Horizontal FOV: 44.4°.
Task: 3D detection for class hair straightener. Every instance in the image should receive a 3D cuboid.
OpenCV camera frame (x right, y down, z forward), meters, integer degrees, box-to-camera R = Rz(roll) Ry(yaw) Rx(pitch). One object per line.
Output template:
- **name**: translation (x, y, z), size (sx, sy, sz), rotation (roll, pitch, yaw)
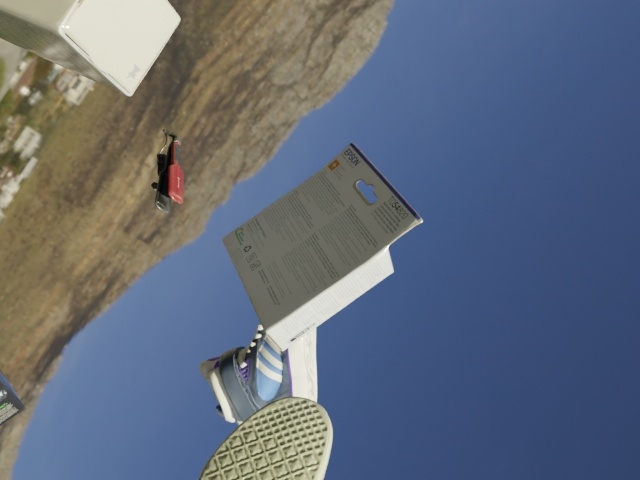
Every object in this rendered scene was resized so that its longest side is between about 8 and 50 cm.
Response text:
- **hair straightener**: translation (-0.332, -0.146, 1.649), size (0.089, 0.047, 0.230), rotation (-32, -132, 24)

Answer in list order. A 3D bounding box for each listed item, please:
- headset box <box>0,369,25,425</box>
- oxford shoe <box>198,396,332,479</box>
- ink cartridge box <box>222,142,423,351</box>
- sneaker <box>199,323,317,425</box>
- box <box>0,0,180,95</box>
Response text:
- **headset box**: translation (-0.876, 0.302, 1.903), size (0.131, 0.283, 0.246), rotation (-35, -122, -20)
- **oxford shoe**: translation (-0.116, 0.431, 1.138), size (0.169, 0.130, 0.449), rotation (16, -122, 19)
- **ink cartridge box**: translation (0.000, 0.000, 0.982), size (0.224, 0.045, 0.223), rotation (-36, -143, 3)
- **sneaker**: translation (-0.133, 0.213, 1.535), size (0.237, 0.322, 0.130), rotation (-1, -170, 12)
- **box**: translation (-0.341, -0.303, 0.962), size (0.311, 0.148, 0.121), rotation (27, -100, 27)
